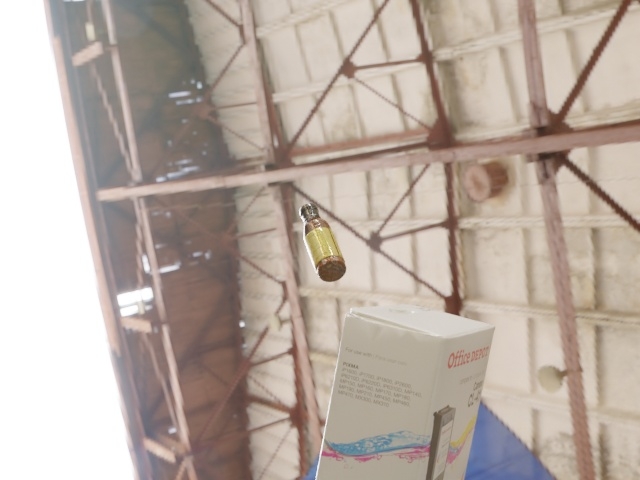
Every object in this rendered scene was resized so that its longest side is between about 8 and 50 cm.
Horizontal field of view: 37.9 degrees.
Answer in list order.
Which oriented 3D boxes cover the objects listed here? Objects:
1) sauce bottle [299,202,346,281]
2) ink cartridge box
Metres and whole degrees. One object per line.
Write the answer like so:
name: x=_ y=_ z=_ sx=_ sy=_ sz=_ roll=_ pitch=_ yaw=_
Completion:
sauce bottle: x=0.000 y=0.000 z=1.232 sx=0.128 sy=0.042 sz=0.042 roll=-110 pitch=-154 yaw=-48
ink cartridge box: x=0.098 y=0.241 z=1.124 sx=0.131 sy=0.226 sz=0.306 roll=13 pitch=-86 yaw=24
